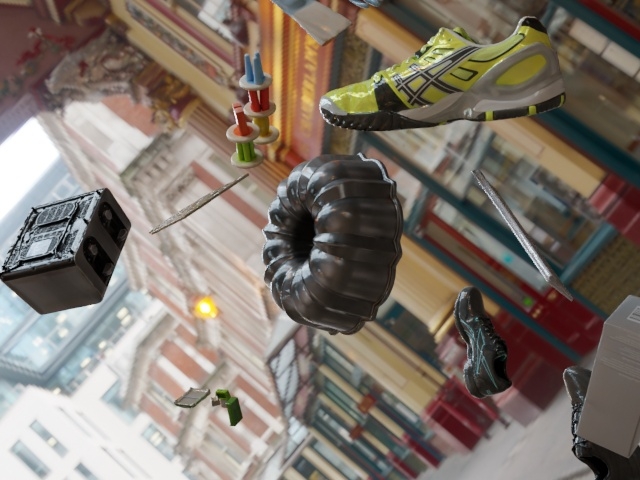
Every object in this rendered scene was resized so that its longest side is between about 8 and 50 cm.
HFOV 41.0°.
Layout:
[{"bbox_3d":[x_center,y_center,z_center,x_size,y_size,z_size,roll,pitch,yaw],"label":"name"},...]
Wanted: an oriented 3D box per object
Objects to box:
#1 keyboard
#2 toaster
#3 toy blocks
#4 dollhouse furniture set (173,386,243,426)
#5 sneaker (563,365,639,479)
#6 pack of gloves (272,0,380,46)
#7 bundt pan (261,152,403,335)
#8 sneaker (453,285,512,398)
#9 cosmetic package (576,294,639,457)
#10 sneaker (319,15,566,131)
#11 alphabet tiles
[{"bbox_3d":[0.295,-0.013,1.264,0.014,0.256,0.072,-38,-46,14],"label":"keyboard"},{"bbox_3d":[-0.410,0.019,1.368,0.168,0.185,0.110,-80,-31,-43],"label":"toaster"},{"bbox_3d":[-0.109,-0.203,1.321,0.123,0.054,0.148,-63,-25,-45],"label":"toy blocks"},{"bbox_3d":[-0.255,0.385,1.974,0.076,0.151,0.059,-42,-52,-58],"label":"dollhouse furniture set"},{"bbox_3d":[0.601,0.414,1.879,0.130,0.286,0.109,-17,-20,-20],"label":"sneaker"},{"bbox_3d":[-0.001,-0.489,1.674,0.195,0.232,0.046,-38,-20,-18],"label":"pack of gloves"},{"bbox_3d":[0.000,0.000,1.495,0.124,0.331,0.331,8,-52,-32],"label":"bundt pan"},{"bbox_3d":[0.393,0.235,2.026,0.101,0.267,0.106,2,-15,-42],"label":"sneaker"},{"bbox_3d":[0.517,0.227,1.434,0.127,0.107,0.238,-31,-49,-46],"label":"cosmetic package"},{"bbox_3d":[0.179,-0.250,1.328,0.145,0.384,0.147,-29,-68,-66],"label":"sneaker"},{"bbox_3d":[-0.286,-0.071,1.897,0.198,0.009,0.237,-39,12,-37],"label":"alphabet tiles"}]
